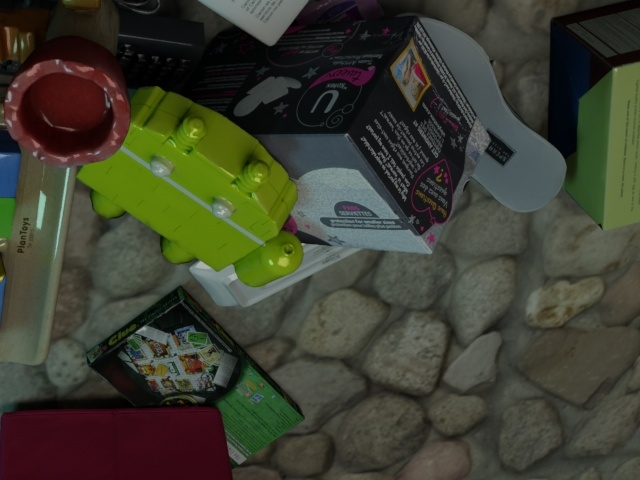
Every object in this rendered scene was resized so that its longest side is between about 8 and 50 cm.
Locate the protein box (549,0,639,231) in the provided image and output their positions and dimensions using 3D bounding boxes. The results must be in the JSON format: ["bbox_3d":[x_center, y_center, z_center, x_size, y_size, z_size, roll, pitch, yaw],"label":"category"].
[{"bbox_3d":[0.368,-0.147,1.187,0.201,0.136,0.200,-15,126,-10],"label":"protein box"}]

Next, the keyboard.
[{"bbox_3d":[-0.252,-0.183,0.930,0.317,0.033,0.201,3,158,-22],"label":"keyboard"}]

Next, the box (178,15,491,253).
[{"bbox_3d":[-0.002,-0.091,0.999,0.163,0.247,0.142,51,58,-37],"label":"box"}]

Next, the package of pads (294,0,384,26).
[{"bbox_3d":[0.017,-0.222,1.069,0.083,0.032,0.050,-30,127,1],"label":"package of pads"}]

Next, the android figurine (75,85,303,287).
[{"bbox_3d":[-0.123,-0.046,0.980,0.248,0.273,0.056,36,66,-14],"label":"android figurine"}]

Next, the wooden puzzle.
[{"bbox_3d":[-0.415,0.004,1.032,0.347,0.080,0.322,3,122,-22],"label":"wooden puzzle"}]

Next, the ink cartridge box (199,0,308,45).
[{"bbox_3d":[-0.097,-0.323,0.906,0.272,0.114,0.197,29,110,-35],"label":"ink cartridge box"}]

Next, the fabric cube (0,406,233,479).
[{"bbox_3d":[-0.228,0.364,1.218,0.259,0.258,0.254,0,125,-15],"label":"fabric cube"}]

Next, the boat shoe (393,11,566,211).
[{"bbox_3d":[0.143,-0.141,1.129,0.306,0.105,0.113,29,105,-40],"label":"boat shoe"}]

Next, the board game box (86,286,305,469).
[{"bbox_3d":[-0.140,0.173,1.285,0.136,0.030,0.260,-36,128,3],"label":"board game box"}]

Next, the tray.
[{"bbox_3d":[0.000,0.000,1.175,0.270,0.030,0.145,-27,160,-2],"label":"tray"}]

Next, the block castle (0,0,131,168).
[{"bbox_3d":[-0.350,-0.200,0.695,0.453,0.213,0.303,1,127,-6],"label":"block castle"}]

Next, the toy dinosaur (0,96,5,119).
[{"bbox_3d":[-0.337,-0.113,0.945,0.183,0.093,0.053,18,156,-41],"label":"toy dinosaur"}]
